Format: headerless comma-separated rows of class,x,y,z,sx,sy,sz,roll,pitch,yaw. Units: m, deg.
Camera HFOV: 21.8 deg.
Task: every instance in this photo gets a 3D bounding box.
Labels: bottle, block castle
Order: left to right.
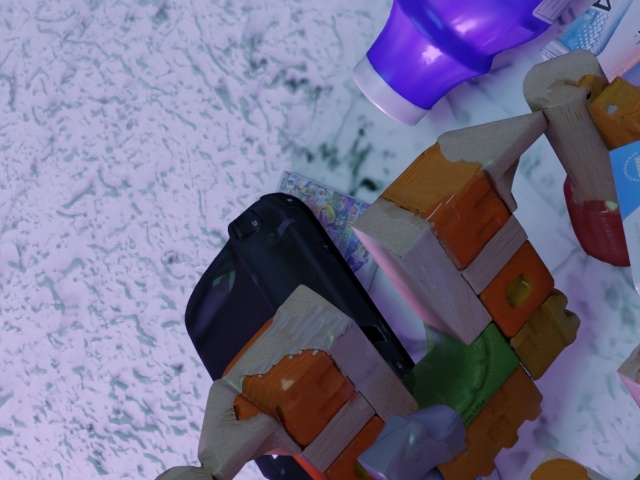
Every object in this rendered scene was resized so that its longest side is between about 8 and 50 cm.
bottle,0.137,-0.208,1.243,0.283,0.092,0.118,-49,55,21
block castle,0.138,0.124,1.030,0.453,0.213,0.303,-48,43,-12

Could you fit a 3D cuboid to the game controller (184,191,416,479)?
game controller,-0.006,0.112,1.302,0.319,0.067,0.166,57,132,36

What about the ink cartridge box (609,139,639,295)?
ink cartridge box,0.253,-0.024,0.882,0.180,0.060,0.104,-19,44,18

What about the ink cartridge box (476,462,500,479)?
ink cartridge box,0.097,0.201,1.237,0.083,0.028,0.048,-31,61,31

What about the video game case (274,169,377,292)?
video game case,0.000,0.000,1.365,0.122,0.011,0.087,23,96,39

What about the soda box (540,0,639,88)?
soda box,0.247,-0.163,1.168,0.183,0.058,0.063,-41,59,25
